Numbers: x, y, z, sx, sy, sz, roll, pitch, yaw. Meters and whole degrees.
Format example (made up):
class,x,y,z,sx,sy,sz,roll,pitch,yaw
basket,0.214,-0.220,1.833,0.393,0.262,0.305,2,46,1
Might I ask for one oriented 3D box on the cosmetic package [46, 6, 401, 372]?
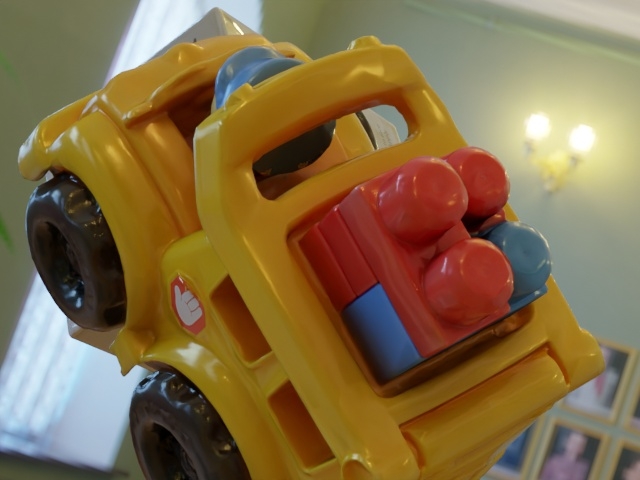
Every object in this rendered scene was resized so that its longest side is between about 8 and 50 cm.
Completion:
class,x,y,z,sx,sy,sz,roll,pitch,yaw
cosmetic package,-0.045,-0.010,0.959,0.151,0.151,0.183,-34,-39,25

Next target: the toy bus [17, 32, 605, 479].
class,x,y,z,sx,sy,sz,roll,pitch,yaw
toy bus,0.000,0.000,0.597,0.220,0.149,0.211,59,-27,10
